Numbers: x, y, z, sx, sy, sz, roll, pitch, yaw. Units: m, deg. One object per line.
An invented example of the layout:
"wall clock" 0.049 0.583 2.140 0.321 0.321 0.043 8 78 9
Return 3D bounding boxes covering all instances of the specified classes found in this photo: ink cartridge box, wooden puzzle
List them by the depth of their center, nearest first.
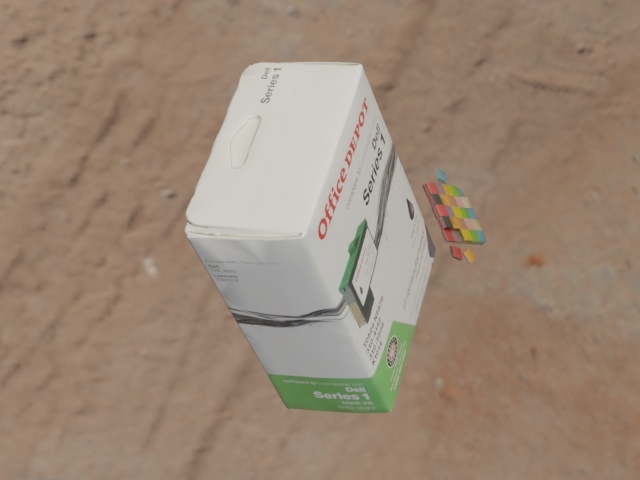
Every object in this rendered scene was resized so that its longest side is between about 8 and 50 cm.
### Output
"ink cartridge box" 0.000 0.000 1.142 0.093 0.160 0.219 2 144 23
"wooden puzzle" 0.103 -0.020 1.212 0.006 0.083 0.049 -34 157 33
